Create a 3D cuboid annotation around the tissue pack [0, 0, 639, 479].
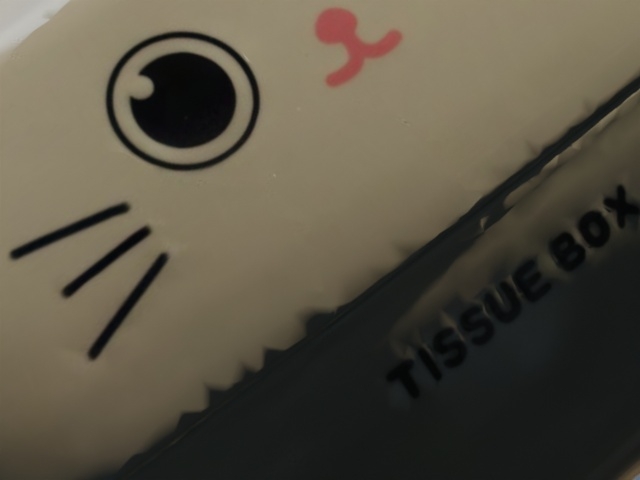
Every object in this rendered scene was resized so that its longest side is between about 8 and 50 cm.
[{"bbox_3d":[0.000,0.000,0.484,0.333,0.229,0.236,-37,-82,-18],"label":"tissue pack"}]
